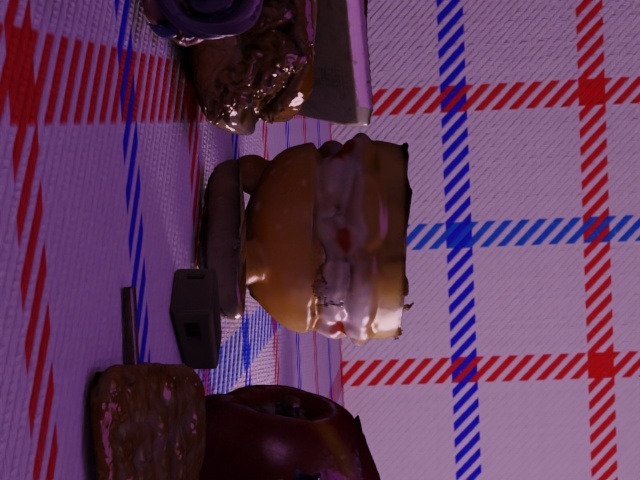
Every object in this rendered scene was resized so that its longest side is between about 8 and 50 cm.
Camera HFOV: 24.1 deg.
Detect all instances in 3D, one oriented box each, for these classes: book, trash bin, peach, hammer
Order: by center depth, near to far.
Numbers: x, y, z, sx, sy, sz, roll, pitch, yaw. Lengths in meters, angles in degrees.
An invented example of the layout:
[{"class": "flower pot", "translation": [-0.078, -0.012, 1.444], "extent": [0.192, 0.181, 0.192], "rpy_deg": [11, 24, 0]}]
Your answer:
[{"class": "hammer", "translation": [-0.156, 0.130, 1.263], "extent": [0.062, 0.017, 0.182], "rpy_deg": [48, 39, -83]}, {"class": "trash bin", "translation": [-0.123, 0.081, 1.520], "extent": [0.092, 0.043, 0.061], "rpy_deg": [84, 6, -46]}, {"class": "peach", "translation": [-0.030, 0.320, 1.564], "extent": [0.258, 0.201, 0.362], "rpy_deg": [-56, 143, -83]}, {"class": "book", "translation": [-0.045, -0.313, 1.753], "extent": [0.035, 0.239, 0.352], "rpy_deg": [-23, 116, -38]}]

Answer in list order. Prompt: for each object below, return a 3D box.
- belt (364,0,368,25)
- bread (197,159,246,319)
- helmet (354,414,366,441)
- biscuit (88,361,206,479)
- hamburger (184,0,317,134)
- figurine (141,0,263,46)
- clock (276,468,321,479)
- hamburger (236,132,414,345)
[{"class": "belt", "translation": [-0.031, -0.299, 1.938], "extent": [0.128, 0.200, 0.124], "rpy_deg": [-8, -97, 61]}, {"class": "bread", "translation": [-0.109, -0.005, 1.661], "extent": [0.073, 0.053, 0.214], "rpy_deg": [88, 0, -50]}, {"class": "helmet", "translation": [0.022, 0.428, 2.373], "extent": [0.230, 0.160, 0.279], "rpy_deg": [77, 0, -66]}, {"class": "biscuit", "translation": [-0.135, 0.159, 1.225], "extent": [0.247, 0.029, 0.118], "rpy_deg": [20, 64, -76]}, {"class": "hamburger", "translation": [-0.079, -0.231, 1.625], "extent": [0.243, 0.146, 0.286], "rpy_deg": [92, -7, -55]}, {"class": "figurine", "translation": [-0.123, -0.240, 1.410], "extent": [0.126, 0.114, 0.157], "rpy_deg": [-61, -158, -8]}, {"class": "clock", "translation": [-0.067, 0.321, 1.321], "extent": [0.253, 0.083, 0.186], "rpy_deg": [-13, 101, -57]}, {"class": "hamburger", "translation": [0.000, 0.000, 1.937], "extent": [0.276, 0.236, 0.276], "rpy_deg": [-178, -90, -87]}]
